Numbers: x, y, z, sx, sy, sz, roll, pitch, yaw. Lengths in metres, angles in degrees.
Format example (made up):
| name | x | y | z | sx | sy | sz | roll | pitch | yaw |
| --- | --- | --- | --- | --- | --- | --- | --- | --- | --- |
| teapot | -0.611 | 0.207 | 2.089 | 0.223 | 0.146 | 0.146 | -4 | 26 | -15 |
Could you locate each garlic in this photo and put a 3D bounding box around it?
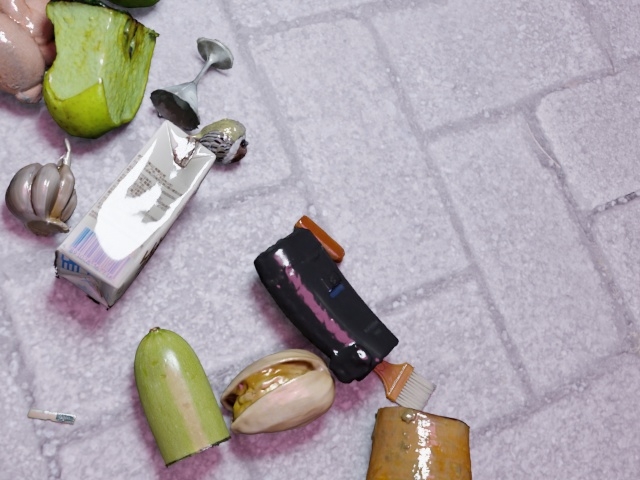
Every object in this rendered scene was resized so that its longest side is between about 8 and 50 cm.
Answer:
| name | x | y | z | sx | sy | sz | roll | pitch | yaw |
| --- | --- | --- | --- | --- | --- | --- | --- | --- | --- |
| garlic | -0.511 | -0.113 | 1.356 | 0.127 | 0.131 | 0.194 | 34 | 64 | -39 |

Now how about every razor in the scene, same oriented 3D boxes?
| name | x | y | z | sx | sy | sz | roll | pitch | yaw |
| --- | --- | --- | --- | --- | --- | --- | --- | --- | --- |
| razor | 0.011 | 0.129 | 1.451 | 0.327 | 0.107 | 0.189 | 50 | 32 | 6 |

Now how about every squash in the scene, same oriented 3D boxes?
| name | x | y | z | sx | sy | sz | roll | pitch | yaw |
| --- | --- | --- | --- | --- | --- | --- | --- | --- | --- |
| squash | -0.267 | 0.279 | 1.331 | 0.132 | 0.132 | 0.247 | -19 | 80 | -23 |

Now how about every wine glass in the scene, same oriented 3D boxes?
| name | x | y | z | sx | sy | sz | roll | pitch | yaw |
| --- | --- | --- | --- | --- | --- | --- | --- | --- | --- |
| wine glass | -0.266 | -0.337 | 1.518 | 0.122 | 0.122 | 0.183 | 31 | 63 | -9 |

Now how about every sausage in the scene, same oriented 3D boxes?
| name | x | y | z | sx | sy | sz | roll | pitch | yaw |
| --- | --- | --- | --- | --- | --- | --- | --- | --- | --- |
| sausage | 0.000 | 0.000 | 1.552 | 0.131 | 0.039 | 0.041 | 42 | 59 | -5 |

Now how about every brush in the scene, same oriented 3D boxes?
| name | x | y | z | sx | sy | sz | roll | pitch | yaw |
| --- | --- | --- | --- | --- | --- | --- | --- | --- | --- |
| brush | -0.487 | 0.318 | 1.305 | 0.083 | 0.013 | 0.016 | 13 | 73 | -14 |
| brush | 0.106 | 0.252 | 1.530 | 0.314 | 0.017 | 0.090 | 37 | 66 | -5 |

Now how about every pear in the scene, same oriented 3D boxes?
| name | x | y | z | sx | sy | sz | roll | pitch | yaw |
| --- | --- | --- | --- | --- | --- | --- | --- | --- | --- |
| pear | -0.442 | -0.330 | 1.426 | 0.163 | 0.238 | 0.256 | 10 | 96 | 9 |

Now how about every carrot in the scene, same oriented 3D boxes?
| name | x | y | z | sx | sy | sz | roll | pitch | yaw |
| --- | --- | --- | --- | --- | --- | --- | --- | --- | --- |
| carrot | 0.186 | 0.500 | 1.373 | 0.224 | 0.224 | 0.341 | 16 | 67 | -14 |

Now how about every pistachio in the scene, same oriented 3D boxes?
| name | x | y | z | sx | sy | sz | roll | pitch | yaw |
| --- | --- | --- | --- | --- | --- | --- | --- | --- | --- |
| pistachio | -0.078 | 0.296 | 1.390 | 0.229 | 0.157 | 0.157 | -17 | 81 | -19 |

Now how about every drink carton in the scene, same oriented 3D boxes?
| name | x | y | z | sx | sy | sz | roll | pitch | yaw |
| --- | --- | --- | --- | --- | --- | --- | --- | --- | --- |
| drink carton | -0.348 | -0.043 | 1.358 | 0.132 | 0.194 | 0.325 | 36 | 66 | -8 |

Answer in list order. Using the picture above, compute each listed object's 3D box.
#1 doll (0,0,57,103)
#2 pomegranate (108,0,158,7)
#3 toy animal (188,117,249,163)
| name | x | y | z | sx | sy | sz | roll | pitch | yaw |
| --- | --- | --- | --- | --- | --- | --- | --- | --- | --- |
| doll | -0.596 | -0.417 | 1.426 | 0.201 | 0.156 | 0.303 | 56 | 34 | -39 |
| pomegranate | -0.383 | -0.589 | 1.527 | 0.187 | 0.187 | 0.225 | 54 | 39 | 2 |
| toy animal | -0.217 | -0.201 | 1.507 | 0.137 | 0.098 | 0.098 | -18 | 81 | -16 |
